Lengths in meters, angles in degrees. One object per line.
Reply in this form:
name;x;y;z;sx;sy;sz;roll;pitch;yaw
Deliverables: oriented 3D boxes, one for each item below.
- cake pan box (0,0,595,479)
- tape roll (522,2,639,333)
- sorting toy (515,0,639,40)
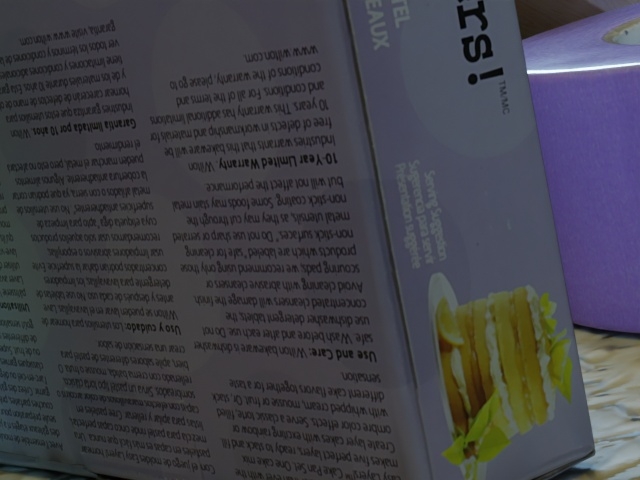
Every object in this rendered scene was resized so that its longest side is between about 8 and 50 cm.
cake pan box;-0.054;-0.051;0.568;0.070;0.245;0.267;-15;8;-38
tape roll;0.200;-0.049;0.683;0.275;0.090;0.275;-13;9;2
sorting toy;0.060;-0.129;0.989;0.255;0.089;0.257;-4;-17;42
